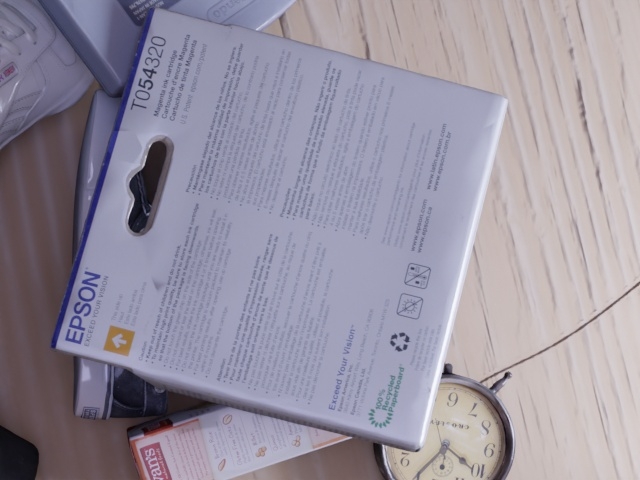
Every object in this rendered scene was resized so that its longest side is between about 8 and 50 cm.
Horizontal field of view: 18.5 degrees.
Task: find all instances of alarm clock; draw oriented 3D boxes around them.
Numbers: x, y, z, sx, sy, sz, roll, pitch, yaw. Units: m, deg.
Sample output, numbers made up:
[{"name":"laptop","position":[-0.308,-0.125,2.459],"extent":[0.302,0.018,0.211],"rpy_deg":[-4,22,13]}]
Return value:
[{"name":"alarm clock","position":[0.111,0.209,1.850],"extent":[0.129,0.064,0.192],"rpy_deg":[11,85,-7]}]

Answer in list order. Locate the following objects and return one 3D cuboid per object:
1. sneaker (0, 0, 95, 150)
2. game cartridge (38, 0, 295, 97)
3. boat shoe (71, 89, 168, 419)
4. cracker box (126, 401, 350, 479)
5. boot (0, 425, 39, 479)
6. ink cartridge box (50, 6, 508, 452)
[{"name":"sneaker","position":[-0.301,-0.146,1.763],"extent":[0.114,0.152,0.305],"rpy_deg":[35,83,21]},{"name":"game cartridge","position":[-0.123,-0.264,1.797],"extent":[0.297,0.062,0.198],"rpy_deg":[-38,98,-28]},{"name":"boat shoe","position":[-0.173,0.013,1.799],"extent":[0.102,0.108,0.301],"rpy_deg":[1,83,-12]},{"name":"cracker box","position":[-0.058,0.168,1.785],"extent":[0.232,0.156,0.067],"rpy_deg":[-18,90,-7]},{"name":"boot","position":[-0.381,0.095,1.645],"extent":[0.367,0.146,0.445],"rpy_deg":[-39,126,4]},{"name":"ink cartridge box","position":[-0.032,-0.011,1.712],"extent":[0.330,0.071,0.324],"rpy_deg":[15,77,2]}]
